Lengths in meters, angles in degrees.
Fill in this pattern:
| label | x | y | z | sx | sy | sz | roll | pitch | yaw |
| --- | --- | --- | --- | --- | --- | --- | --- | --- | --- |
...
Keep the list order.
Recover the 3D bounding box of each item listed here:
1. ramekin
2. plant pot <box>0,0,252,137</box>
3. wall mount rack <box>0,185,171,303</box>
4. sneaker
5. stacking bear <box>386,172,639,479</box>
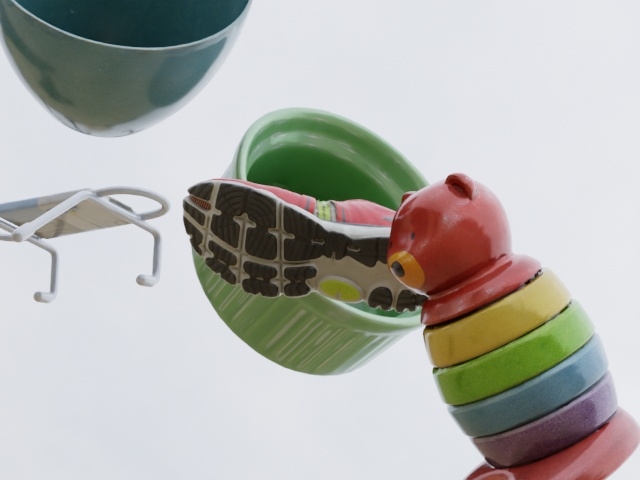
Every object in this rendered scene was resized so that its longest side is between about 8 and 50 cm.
| label | x | y | z | sx | sy | sz | roll | pitch | yaw |
| --- | --- | --- | --- | --- | --- | --- | --- | --- | --- |
| ramekin | -0.001 | 0.009 | 1.805 | 0.303 | 0.303 | 0.148 | 38 | -51 | -6 |
| plant pot | -0.234 | -0.230 | 1.746 | 0.290 | 0.290 | 0.195 | 28 | -46 | 10 |
| wall mount rack | -0.394 | -0.003 | 2.193 | 0.350 | 0.130 | 0.304 | -9 | -22 | 31 |
| sneaker | 0.000 | 0.000 | 1.551 | 0.279 | 0.118 | 0.107 | 16 | -68 | 3 |
| stacking bear | 0.155 | 0.080 | 1.398 | 0.289 | 0.164 | 0.175 | 63 | -24 | -4 |
